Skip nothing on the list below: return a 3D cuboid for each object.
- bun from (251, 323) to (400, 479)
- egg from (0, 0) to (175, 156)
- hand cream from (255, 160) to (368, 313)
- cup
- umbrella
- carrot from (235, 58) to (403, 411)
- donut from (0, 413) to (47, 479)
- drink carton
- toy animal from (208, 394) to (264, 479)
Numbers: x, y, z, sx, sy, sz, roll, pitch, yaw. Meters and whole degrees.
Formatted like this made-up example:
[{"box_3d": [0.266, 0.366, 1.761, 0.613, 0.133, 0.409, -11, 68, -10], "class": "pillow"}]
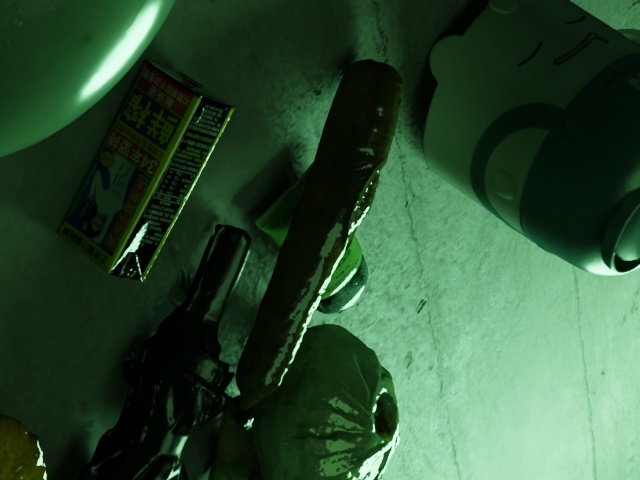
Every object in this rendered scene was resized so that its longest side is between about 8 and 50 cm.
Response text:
[{"box_3d": [0.015, 0.172, 1.902, 0.195, 0.118, 0.195, -9, 90, -70], "class": "bun"}, {"box_3d": [-0.203, -0.225, 1.181, 0.276, 0.276, 0.389, -10, 130, -49], "class": "egg"}, {"box_3d": [-0.001, 0.003, 1.858, 0.095, 0.046, 0.175, -45, 143, -16], "class": "hand cream"}, {"box_3d": [0.271, -0.115, 1.926, 0.289, 0.257, 0.219, -31, 145, -34], "class": "cup"}, {"box_3d": [-0.140, 0.146, 1.769, 0.118, 0.118, 0.340, 18, 94, -57], "class": "umbrella"}, {"box_3d": [-0.001, 0.000, 1.781, 0.070, 0.070, 0.342, 23, 87, -57], "class": "carrot"}, {"box_3d": [-0.333, 0.231, 1.560, 0.253, 0.118, 0.253, -34, 140, -34], "class": "donut"}, {"box_3d": [-0.142, -0.056, 1.601, 0.056, 0.071, 0.166, 14, 108, -53], "class": "drink carton"}, {"box_3d": [-0.061, 0.228, 1.953, 0.218, 0.103, 0.101, 44, 62, -55], "class": "toy animal"}]
